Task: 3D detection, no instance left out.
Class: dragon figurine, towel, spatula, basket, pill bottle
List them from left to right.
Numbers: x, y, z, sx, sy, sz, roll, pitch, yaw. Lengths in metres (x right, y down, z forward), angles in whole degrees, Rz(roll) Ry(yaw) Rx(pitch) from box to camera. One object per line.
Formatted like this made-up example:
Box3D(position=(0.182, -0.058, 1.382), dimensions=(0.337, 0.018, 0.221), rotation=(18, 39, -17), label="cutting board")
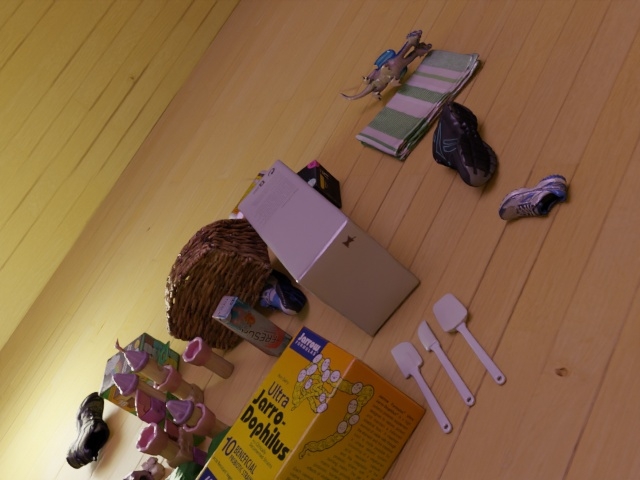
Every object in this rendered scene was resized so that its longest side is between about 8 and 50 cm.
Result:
Box3D(position=(-0.274, 0.087, 1.743), dimensions=(0.299, 0.213, 0.223), rotation=(-62, 23, 27), label="basket")
Box3D(position=(-0.179, -0.084, 1.976), dimensions=(0.215, 0.117, 0.117), rotation=(-56, 31, -11), label="pill bottle")
Box3D(position=(0.187, -0.470, 1.927), dimensions=(0.289, 0.085, 0.144), rotation=(-29, 20, 50), label="dragon figurine")
Box3D(position=(0.247, -0.361, 1.795), dimensions=(0.325, 0.038, 0.248), rotation=(-51, 29, -1), label="towel")
Box3D(position=(0.221, 0.210, 1.220), dimensions=(0.168, 0.019, 0.242), rotation=(-44, 31, 9), label="spatula")

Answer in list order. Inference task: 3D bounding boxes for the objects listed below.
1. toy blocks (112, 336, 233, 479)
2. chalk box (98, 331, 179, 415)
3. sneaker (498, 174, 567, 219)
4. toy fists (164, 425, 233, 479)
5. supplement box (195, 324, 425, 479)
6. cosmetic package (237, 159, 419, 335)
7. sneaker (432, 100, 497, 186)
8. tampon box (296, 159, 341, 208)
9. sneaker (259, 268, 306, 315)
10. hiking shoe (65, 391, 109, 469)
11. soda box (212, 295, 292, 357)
Box3D(position=(-0.382, 0.389, 1.582), dimensions=(0.309, 0.260, 0.288), rotation=(-41, 32, 15), label="toy blocks")
Box3D(position=(-0.470, 0.350, 1.872), dimensions=(0.213, 0.132, 0.132), rotation=(-35, 33, 23), label="chalk box")
Box3D(position=(0.389, -0.069, 1.273), dimensions=(0.135, 0.052, 0.058), rotation=(-31, 39, 30), label="sneaker")
Box3D(position=(-0.230, 0.508, 1.419), dimensions=(0.279, 0.096, 0.142), rotation=(-40, 21, 19), label="toy fists")
Box3D(position=(-0.024, 0.363, 1.201), dimensions=(0.356, 0.195, 0.194), rotation=(-55, 31, -9), label="supplement box")
Box3D(position=(0.000, 0.000, 1.538), dimensions=(0.161, 0.230, 0.453), rotation=(-50, 29, 2), label="cosmetic package")
Box3D(position=(0.305, -0.191, 1.502), dimensions=(0.106, 0.101, 0.267), rotation=(-57, 23, 36), label="sneaker")
Box3D(position=(-0.039, -0.109, 1.830), dimensions=(0.161, 0.101, 0.120), rotation=(-36, 34, 23), label="tampon box")
Box3D(position=(-0.098, 0.139, 1.677), dimensions=(0.081, 0.080, 0.211), rotation=(-61, 23, 7), label="sneaker")
Box3D(position=(-0.633, 0.529, 1.957), dimensions=(0.114, 0.086, 0.227), rotation=(-18, 47, 22), label="hiking shoe")
Box3D(position=(-0.152, 0.196, 1.565), dimensions=(0.063, 0.183, 0.058), rotation=(-1, 56, 51), label="soda box")
